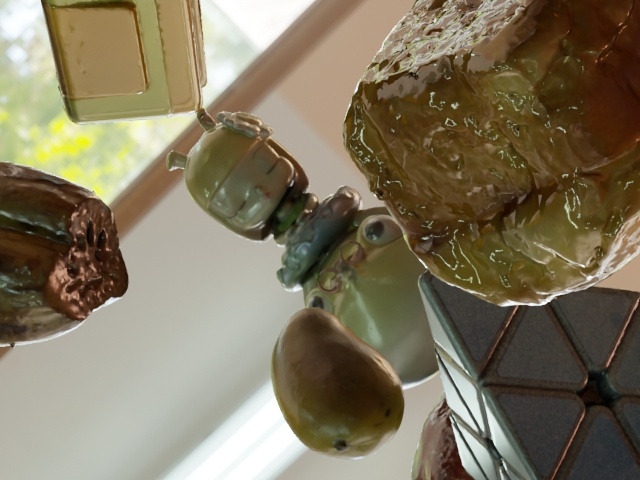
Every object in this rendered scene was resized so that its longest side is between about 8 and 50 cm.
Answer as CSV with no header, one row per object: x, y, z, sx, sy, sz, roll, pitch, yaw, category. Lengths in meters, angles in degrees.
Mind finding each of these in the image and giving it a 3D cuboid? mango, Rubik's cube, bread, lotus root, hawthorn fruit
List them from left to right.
-0.351,0.009,1.821,0.193,0.291,0.193,1,-90,-68,lotus root
0.011,0.121,1.526,0.076,0.103,0.161,77,167,-47,mango
0.208,0.222,1.956,0.205,0.205,0.253,40,-124,-28,hawthorn fruit
0.207,0.147,1.516,0.228,0.229,0.233,15,-168,24,Rubik's cube
0.165,-0.122,0.919,0.149,0.344,0.195,49,149,-18,bread

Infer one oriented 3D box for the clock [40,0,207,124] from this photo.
-0.119,-0.175,1.045,0.202,0.096,0.143,89,172,-55,clock

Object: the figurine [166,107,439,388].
0.000,0.000,1.981,0.394,0.227,0.274,36,-179,8,figurine

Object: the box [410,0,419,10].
0.117,-0.211,1.139,0.022,0.156,0.089,35,-152,14,box
